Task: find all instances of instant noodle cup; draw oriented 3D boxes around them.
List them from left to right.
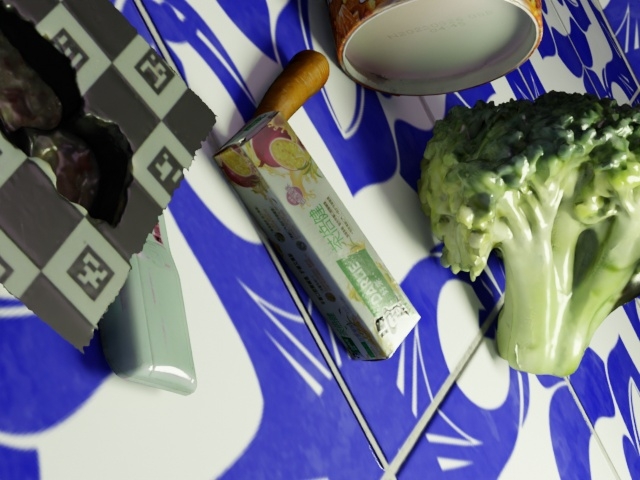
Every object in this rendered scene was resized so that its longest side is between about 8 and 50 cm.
[{"bbox_3d":[0.105,-0.269,1.150,0.250,0.250,0.192,26,54,-53],"label":"instant noodle cup"}]

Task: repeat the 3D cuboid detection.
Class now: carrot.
[{"bbox_3d":[-0.032,-0.113,0.962,0.037,0.037,0.190,57,30,-16],"label":"carrot"}]

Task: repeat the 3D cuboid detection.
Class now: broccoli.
[{"bbox_3d":[0.254,-0.005,1.169,0.348,0.293,0.280,-3,108,-52],"label":"broccoli"}]

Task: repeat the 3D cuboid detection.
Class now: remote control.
[{"bbox_3d":[-0.107,0.011,0.700,0.065,0.029,0.166,26,44,-52],"label":"remote control"}]

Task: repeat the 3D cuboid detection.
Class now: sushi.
[{"bbox_3d":[-0.175,-0.070,0.619,0.215,0.051,0.192,47,46,-25],"label":"sushi"}]

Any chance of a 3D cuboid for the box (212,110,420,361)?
[{"bbox_3d":[0.000,0.000,0.882,0.050,0.041,0.207,-48,113,-35],"label":"box"}]
